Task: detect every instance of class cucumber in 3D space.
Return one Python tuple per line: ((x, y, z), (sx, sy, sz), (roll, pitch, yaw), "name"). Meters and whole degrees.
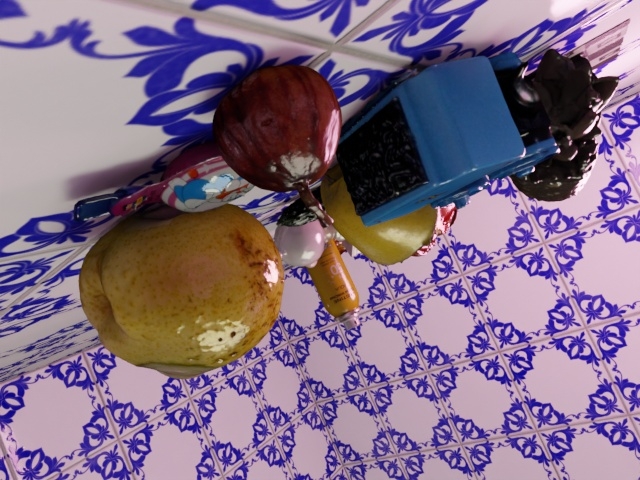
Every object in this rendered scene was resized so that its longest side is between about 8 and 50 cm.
((0.034, -0.097, 1.185), (0.300, 0.072, 0.072), (-23, 175, -18), "cucumber")

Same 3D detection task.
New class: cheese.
((-0.160, -0.064, 0.603), (0.244, 0.062, 0.155), (-21, 176, -30), "cheese")

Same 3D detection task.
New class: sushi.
((0.537, -0.314, 1.136), (0.296, 0.100, 0.373), (-27, 175, 27), "sushi")

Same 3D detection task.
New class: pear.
((0.085, -0.072, 0.984), (0.178, 0.267, 0.267), (3, 160, -34), "pear")
((-0.191, 0.059, 0.723), (0.271, 0.271, 0.271), (-24, 176, -2), "pear")

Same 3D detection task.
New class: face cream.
((0.020, 0.084, 1.435), (0.105, 0.349, 0.105), (-24, 176, -2), "face cream")

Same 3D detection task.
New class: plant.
((0.444, -0.198, 0.971), (0.194, 0.182, 0.320), (0, 163, 24), "plant")

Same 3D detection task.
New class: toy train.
((0.176, -0.141, 0.763), (0.265, 0.188, 0.300), (-17, 174, -26), "toy train")

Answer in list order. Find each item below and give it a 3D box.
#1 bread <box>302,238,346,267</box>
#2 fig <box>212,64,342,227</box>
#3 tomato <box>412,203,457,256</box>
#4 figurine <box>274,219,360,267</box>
((0.002, -0.005, 1.693), (0.246, 0.135, 0.232), (-16, 158, -46), "bread")
((-0.042, -0.095, 0.503), (0.128, 0.150, 0.128), (7, -163, -2), "fig")
((0.199, -0.083, 1.154), (0.139, 0.200, 0.233), (8, -149, 44), "tomato")
((-0.011, -0.003, 1.309), (0.256, 0.144, 0.182), (-20, 156, -21), "figurine")
